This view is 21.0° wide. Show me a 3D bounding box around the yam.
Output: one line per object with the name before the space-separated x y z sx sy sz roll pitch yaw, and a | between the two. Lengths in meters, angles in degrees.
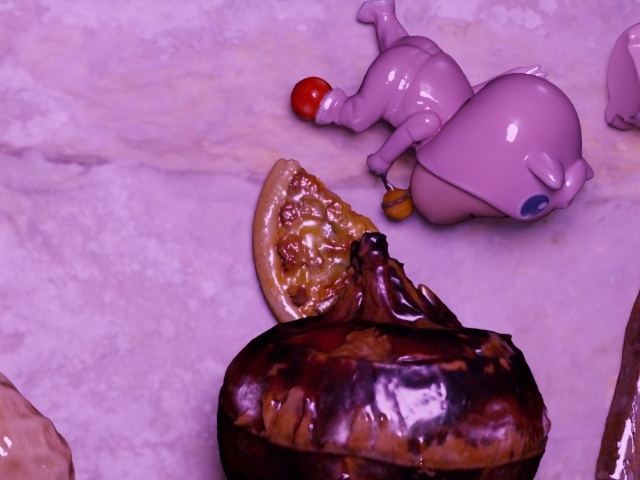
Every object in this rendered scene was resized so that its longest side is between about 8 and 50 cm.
yam | 0.321 0.133 1.718 0.057 0.057 0.241 21 74 -12

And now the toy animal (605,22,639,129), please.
toy animal | 0.400 -0.159 1.771 0.212 0.124 0.124 5 78 -22

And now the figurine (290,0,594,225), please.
figurine | 0.122 -0.107 1.675 0.287 0.176 0.186 32 114 8

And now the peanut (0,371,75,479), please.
peanut | -0.360 0.150 1.470 0.325 0.140 0.153 30 62 -6

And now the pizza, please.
pizza | 0.000 0.000 1.653 0.134 0.046 0.175 -11 82 -18

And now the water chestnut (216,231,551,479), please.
water chestnut | 0.058 0.136 1.517 0.300 0.300 0.300 3 78 -16
